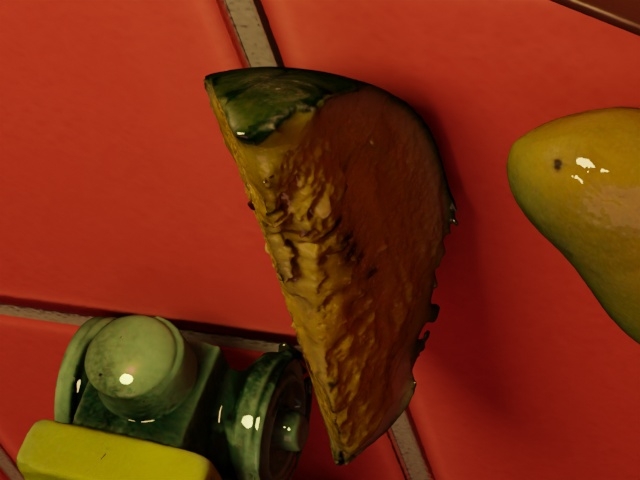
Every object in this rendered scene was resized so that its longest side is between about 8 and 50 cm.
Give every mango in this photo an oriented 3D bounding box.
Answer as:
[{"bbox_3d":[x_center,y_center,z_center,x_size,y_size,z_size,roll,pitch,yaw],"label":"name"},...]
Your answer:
[{"bbox_3d":[0.184,0.002,0.853,0.122,0.085,0.191,-12,140,46],"label":"mango"}]

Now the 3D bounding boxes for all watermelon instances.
[{"bbox_3d":[0.000,0.000,0.906,0.123,0.129,0.301,5,142,17],"label":"watermelon"}]

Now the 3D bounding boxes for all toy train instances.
[{"bbox_3d":[-0.100,0.241,1.218,0.179,0.272,0.442,10,149,19],"label":"toy train"}]

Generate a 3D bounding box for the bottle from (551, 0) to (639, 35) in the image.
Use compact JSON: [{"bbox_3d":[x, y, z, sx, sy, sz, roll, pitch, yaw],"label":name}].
[{"bbox_3d":[0.173,-0.122,0.607,0.336,0.144,0.144,21,150,-9],"label":"bottle"}]
